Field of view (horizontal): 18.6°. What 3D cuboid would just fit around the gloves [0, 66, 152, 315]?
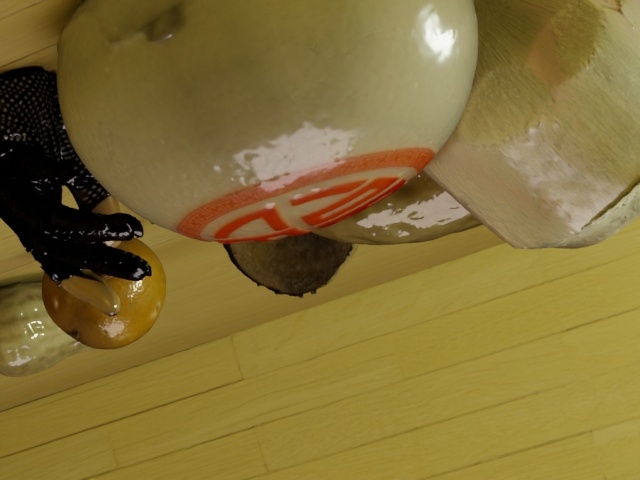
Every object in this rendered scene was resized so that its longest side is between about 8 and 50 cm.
[{"bbox_3d":[-0.193,-0.027,1.416,0.106,0.181,0.129,-15,173,-14],"label":"gloves"}]

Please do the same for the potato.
[{"bbox_3d":[0.003,-0.001,2.433,0.100,0.120,0.261,-19,177,-42],"label":"potato"}]

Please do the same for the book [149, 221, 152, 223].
[{"bbox_3d":[-0.037,-0.069,2.077,0.264,0.027,0.202,-11,171,-19],"label":"book"}]

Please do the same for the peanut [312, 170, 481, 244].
[{"bbox_3d":[0.133,-0.094,1.722,0.387,0.169,0.192,-17,168,11],"label":"peanut"}]

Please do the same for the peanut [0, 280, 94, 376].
[{"bbox_3d":[-0.322,0.095,2.440,0.256,0.123,0.123,-17,175,-33],"label":"peanut"}]

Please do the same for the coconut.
[{"bbox_3d":[0.162,-0.117,1.446,0.224,0.234,0.224,-40,-167,11],"label":"coconut"}]

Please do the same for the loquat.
[{"bbox_3d":[-0.246,0.058,2.217,0.141,0.141,0.141,-16,173,-2],"label":"loquat"}]

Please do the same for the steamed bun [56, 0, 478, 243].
[{"bbox_3d":[-0.027,-0.092,1.294,0.283,0.177,0.283,-17,173,-2],"label":"steamed bun"}]
